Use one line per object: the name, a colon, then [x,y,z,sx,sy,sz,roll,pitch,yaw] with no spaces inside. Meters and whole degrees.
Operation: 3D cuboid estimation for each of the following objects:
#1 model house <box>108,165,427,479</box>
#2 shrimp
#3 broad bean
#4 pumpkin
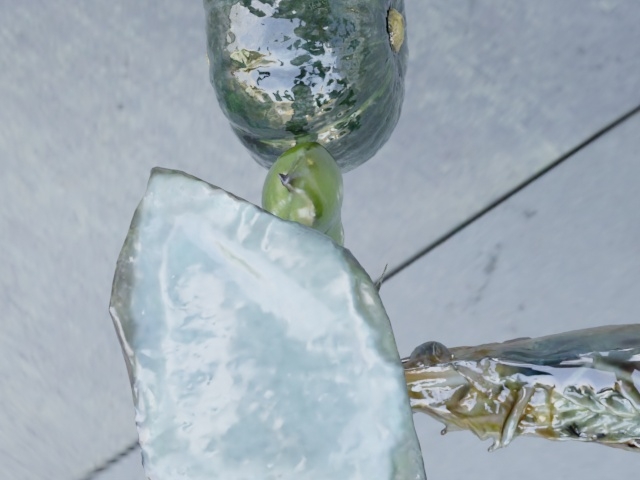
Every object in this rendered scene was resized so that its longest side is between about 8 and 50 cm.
model house: [-0.018,0.066,0.791,0.106,0.152,0.165,-11,66,1]
shrimp: [0.133,0.084,0.824,0.251,0.052,0.143,-1,43,12]
broad bean: [-0.004,0.010,1.378,0.056,0.318,0.098,20,77,13]
pumpkin: [-0.013,-0.149,1.447,0.152,0.211,0.212,4,80,13]
